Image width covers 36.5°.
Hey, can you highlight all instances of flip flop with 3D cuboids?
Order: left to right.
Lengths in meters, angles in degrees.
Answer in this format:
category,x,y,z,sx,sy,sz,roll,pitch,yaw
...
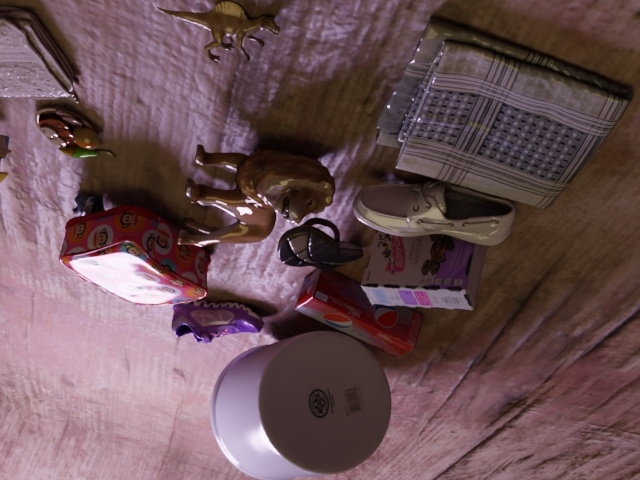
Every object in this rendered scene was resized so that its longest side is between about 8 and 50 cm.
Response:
category,x,y,z,sx,sy,sz,roll,pitch,yaw
flip flop,0.000,0.000,1.815,0.112,0.080,0.277,-17,168,23

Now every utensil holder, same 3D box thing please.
category,x,y,z,sx,sy,sz,roll,pitch,yaw
utensil holder,-0.053,0.378,2.203,0.327,0.328,0.385,24,161,-13

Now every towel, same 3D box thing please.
category,x,y,z,sx,sy,sz,roll,pitch,yaw
towel,-0.567,-0.315,1.658,0.282,0.049,0.187,3,146,24
towel,0.257,-0.174,1.465,0.324,0.056,0.312,19,150,-2

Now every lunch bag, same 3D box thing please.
category,x,y,z,sx,sy,sz,roll,pitch,yaw
lunch bag,-0.401,0.045,2.049,0.258,0.120,0.293,-12,149,26

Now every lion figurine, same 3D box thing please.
category,x,y,z,sx,sy,sz,roll,pitch,yaw
lion figurine,-0.126,-0.070,1.783,0.240,0.142,0.392,8,166,-12

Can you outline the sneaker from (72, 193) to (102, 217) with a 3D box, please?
category,x,y,z,sx,sy,sz,roll,pitch,yaw
sneaker,-0.495,-0.056,2.062,0.058,0.052,0.135,24,143,8

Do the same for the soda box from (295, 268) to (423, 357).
category,x,y,z,sx,sy,sz,roll,pitch,yaw
soda box,0.084,0.155,2.072,0.263,0.084,0.092,27,148,-16

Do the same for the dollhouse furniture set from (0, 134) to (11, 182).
category,x,y,z,sx,sy,sz,roll,pitch,yaw
dollhouse furniture set,-0.782,-0.134,1.798,0.303,0.198,0.286,12,-177,20

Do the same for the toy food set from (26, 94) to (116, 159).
category,x,y,z,sx,sy,sz,roll,pitch,yaw
toy food set,-0.474,-0.201,1.808,0.132,0.039,0.192,5,148,20

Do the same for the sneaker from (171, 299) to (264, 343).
category,x,y,z,sx,sy,sz,roll,pitch,yaw
sneaker,-0.252,0.201,2.301,0.236,0.105,0.095,8,147,14

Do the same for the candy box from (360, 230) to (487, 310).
category,x,y,z,sx,sy,sz,roll,pitch,yaw
candy box,0.188,0.034,1.736,0.196,0.165,0.070,1,146,26

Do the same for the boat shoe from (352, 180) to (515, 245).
category,x,y,z,sx,sy,sz,roll,pitch,yaw
boat shoe,0.195,-0.063,1.647,0.276,0.098,0.096,6,149,0

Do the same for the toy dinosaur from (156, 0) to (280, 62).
category,x,y,z,sx,sy,sz,roll,pitch,yaw
toy dinosaur,-0.148,-0.319,1.453,0.183,0.053,0.093,7,134,2
